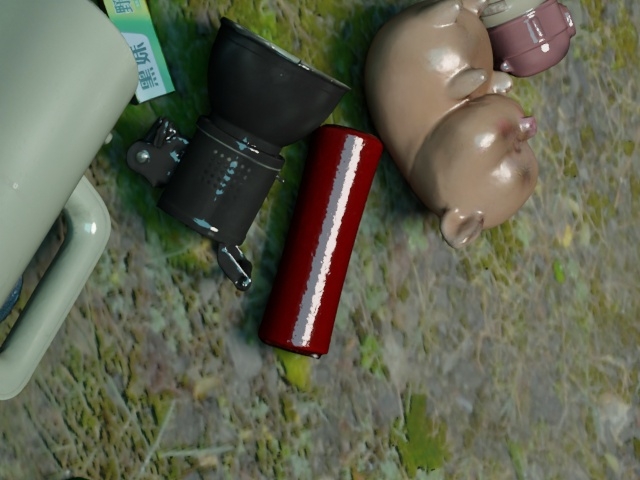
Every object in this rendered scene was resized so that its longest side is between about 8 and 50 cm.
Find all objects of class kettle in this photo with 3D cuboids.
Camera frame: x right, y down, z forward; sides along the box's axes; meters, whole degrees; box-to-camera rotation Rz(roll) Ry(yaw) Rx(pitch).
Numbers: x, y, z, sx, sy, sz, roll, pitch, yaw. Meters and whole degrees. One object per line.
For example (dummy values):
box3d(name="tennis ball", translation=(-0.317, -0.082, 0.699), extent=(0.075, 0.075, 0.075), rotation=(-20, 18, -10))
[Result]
box3d(name="kettle", translation=(-0.314, -0.051, 1.039), extent=(0.205, 0.265, 0.318), rotation=(18, 61, 8))

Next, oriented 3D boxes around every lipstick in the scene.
box3d(name="lipstick", translation=(0.000, 0.000, 1.230), extent=(0.080, 0.080, 0.241), rotation=(17, 87, -17))

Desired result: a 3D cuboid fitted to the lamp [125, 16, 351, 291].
box3d(name="lamp", translation=(-0.093, -0.091, 1.170), extent=(0.172, 0.147, 0.227), rotation=(29, 98, -9))

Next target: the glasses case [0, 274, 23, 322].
box3d(name="glasses case", translation=(-0.408, -0.015, 1.112), extent=(0.282, 0.067, 0.109), rotation=(41, 82, -16))

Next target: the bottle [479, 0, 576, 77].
box3d(name="bottle", translation=(0.192, -0.288, 1.258), extent=(0.110, 0.110, 0.233), rotation=(-29, 100, -14))

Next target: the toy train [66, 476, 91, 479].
box3d(name="toy train", translation=(-0.278, 0.402, 1.124), extent=(0.249, 0.178, 0.430), rotation=(-20, 98, -26))

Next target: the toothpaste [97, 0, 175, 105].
box3d(name="toothpaste", translation=(-0.195, -0.227, 1.182), extent=(0.043, 0.037, 0.179), rotation=(-20, 98, -16))

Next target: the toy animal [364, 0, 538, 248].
box3d(name="toy animal", translation=(0.136, -0.126, 1.225), extent=(0.166, 0.154, 0.250), rotation=(-23, 92, -48))
